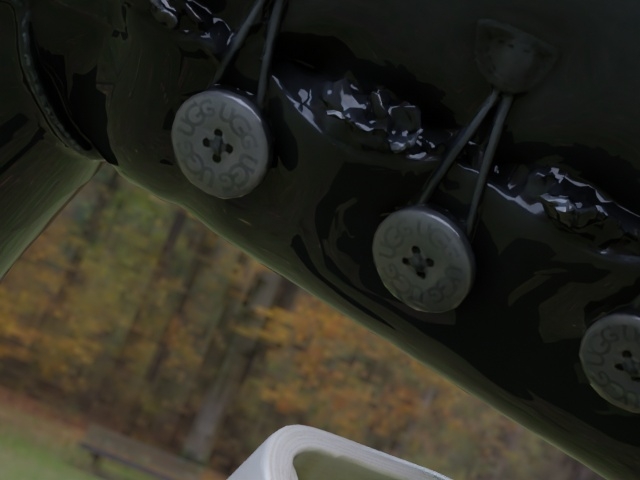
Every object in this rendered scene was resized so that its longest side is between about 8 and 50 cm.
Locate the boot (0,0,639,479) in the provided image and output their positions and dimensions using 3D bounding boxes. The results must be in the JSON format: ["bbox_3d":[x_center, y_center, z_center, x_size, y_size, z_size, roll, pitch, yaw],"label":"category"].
[{"bbox_3d":[0.000,-0.001,0.686,0.445,0.146,0.367,25,-45,8],"label":"boot"}]

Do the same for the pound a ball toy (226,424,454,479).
[{"bbox_3d":[-0.083,0.187,0.657,0.136,0.319,0.208,23,34,-35],"label":"pound a ball toy"}]
